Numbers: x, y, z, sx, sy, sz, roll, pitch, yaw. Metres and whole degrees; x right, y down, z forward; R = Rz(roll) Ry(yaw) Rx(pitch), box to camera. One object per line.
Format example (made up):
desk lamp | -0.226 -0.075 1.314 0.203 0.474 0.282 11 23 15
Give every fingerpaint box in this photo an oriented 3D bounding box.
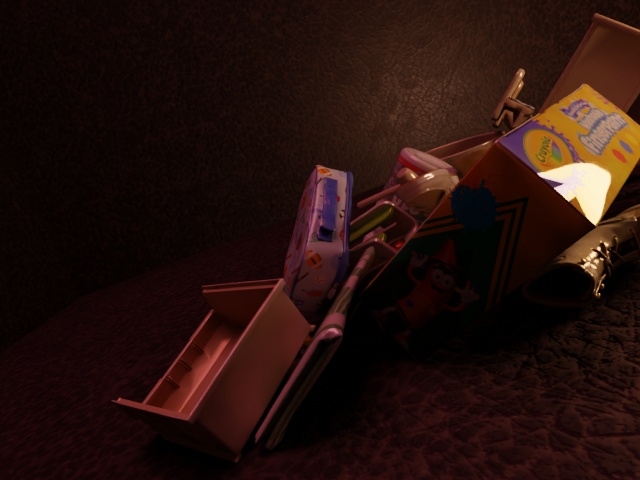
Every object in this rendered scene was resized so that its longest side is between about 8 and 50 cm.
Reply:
fingerpaint box | 0.323 -0.039 0.824 0.444 0.163 0.371 -31 -18 -44

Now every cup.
cup | 0.415 -0.162 1.444 0.331 0.237 0.331 -20 12 4

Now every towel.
towel | 0.008 0.161 0.799 0.248 0.038 0.325 -62 -6 22

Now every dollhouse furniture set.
dollhouse furniture set | 0.656 -0.344 1.193 0.257 0.362 0.394 -62 -17 15

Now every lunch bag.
lunch bag | 0.000 0.000 1.024 0.114 0.243 0.303 12 50 -10

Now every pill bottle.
pill bottle | 0.228 -0.083 1.259 0.161 0.283 0.161 20 23 -9

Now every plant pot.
plant pot | 0.399 -0.167 1.155 0.134 0.095 0.134 -16 -3 -1

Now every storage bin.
storage bin | -0.184 0.208 0.828 0.260 0.123 0.262 -8 38 42

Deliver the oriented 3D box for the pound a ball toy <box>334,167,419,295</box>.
pound a ball toy | 0.135 -0.004 1.165 0.319 0.135 0.208 -34 28 48

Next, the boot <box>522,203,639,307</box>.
boot | 0.481 0.025 0.796 0.262 0.095 0.203 -19 8 41

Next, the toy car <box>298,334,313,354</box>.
toy car | -0.154 0.247 0.984 0.225 0.053 0.239 -10 15 42

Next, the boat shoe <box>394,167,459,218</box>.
boat shoe | 0.246 -0.087 1.005 0.098 0.096 0.277 -25 -9 33

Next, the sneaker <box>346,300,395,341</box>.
sneaker | 0.153 0.120 0.973 0.300 0.111 0.121 -23 0 -40
